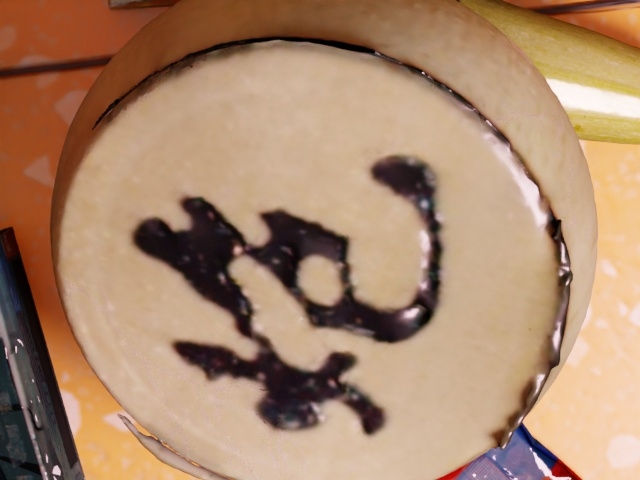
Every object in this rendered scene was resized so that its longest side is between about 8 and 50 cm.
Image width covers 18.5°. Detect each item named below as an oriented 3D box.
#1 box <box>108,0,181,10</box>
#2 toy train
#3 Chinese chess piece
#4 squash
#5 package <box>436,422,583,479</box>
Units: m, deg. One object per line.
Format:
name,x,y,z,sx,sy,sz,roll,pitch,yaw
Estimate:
box,-0.107,-0.236,1.324,0.089,0.022,0.156,-3,97,1
toy train,-0.199,0.196,1.349,0.086,0.089,0.409,-15,98,7
Chinese chess piece,0.000,0.000,1.245,0.349,0.146,0.349,5,117,9
squash,0.179,-0.106,1.319,0.224,0.094,0.094,11,97,-9
package,0.159,0.194,1.380,0.200,0.022,0.083,43,95,-4
